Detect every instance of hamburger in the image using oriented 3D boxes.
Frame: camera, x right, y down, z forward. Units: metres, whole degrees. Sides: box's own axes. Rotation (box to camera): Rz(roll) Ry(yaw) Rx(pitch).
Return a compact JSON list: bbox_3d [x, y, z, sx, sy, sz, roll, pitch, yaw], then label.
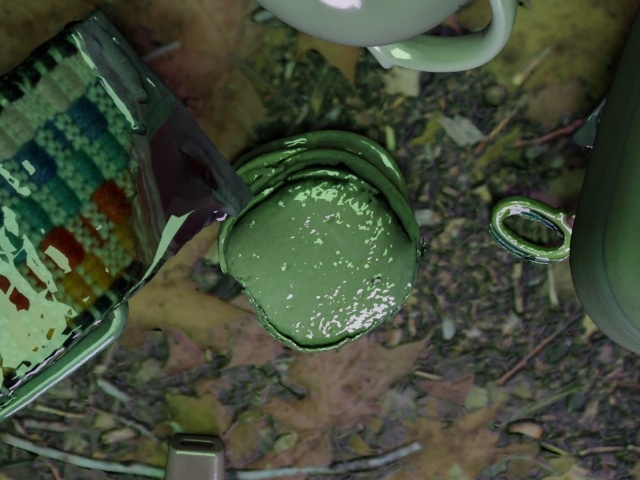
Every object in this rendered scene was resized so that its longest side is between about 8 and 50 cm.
[{"bbox_3d":[0.000,0.000,0.738,0.133,0.062,0.140,-16,117,9],"label":"hamburger"}]

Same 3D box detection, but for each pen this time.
[{"bbox_3d":[-0.099,0.237,0.874,0.053,0.032,0.197,6,114,-3],"label":"pen"}]

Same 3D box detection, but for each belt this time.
[{"bbox_3d":[-0.192,0.012,0.669,0.295,0.207,0.160,-38,107,1],"label":"belt"}]

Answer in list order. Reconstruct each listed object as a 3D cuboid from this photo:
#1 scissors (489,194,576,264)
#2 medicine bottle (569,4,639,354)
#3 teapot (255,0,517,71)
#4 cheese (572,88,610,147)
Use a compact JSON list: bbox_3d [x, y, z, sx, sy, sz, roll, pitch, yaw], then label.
[{"bbox_3d":[0.213,0.011,0.754,0.187,0.020,0.133,39,128,-21],"label":"scissors"},{"bbox_3d":[0.336,-0.009,0.649,0.375,0.123,0.282,21,80,-9],"label":"medicine bottle"},{"bbox_3d":[0.013,-0.188,0.582,0.165,0.208,0.300,-10,138,28],"label":"teapot"},{"bbox_3d":[0.226,-0.057,0.727,0.120,0.026,0.067,30,112,-14],"label":"cheese"}]
